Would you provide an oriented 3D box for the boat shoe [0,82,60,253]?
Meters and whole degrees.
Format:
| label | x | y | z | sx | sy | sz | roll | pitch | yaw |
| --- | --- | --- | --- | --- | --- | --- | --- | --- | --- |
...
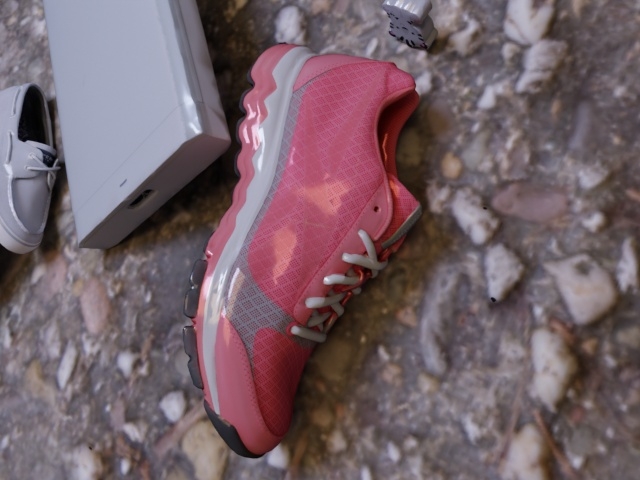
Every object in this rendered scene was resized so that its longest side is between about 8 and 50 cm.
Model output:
| label | x | y | z | sx | sy | sz | roll | pitch | yaw |
| --- | --- | --- | --- | --- | --- | --- | --- | --- | --- |
| boat shoe | -0.292 | -0.078 | 0.523 | 0.063 | 0.066 | 0.184 | -23 | 62 | 13 |

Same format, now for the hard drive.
| label | x | y | z | sx | sy | sz | roll | pitch | yaw |
| --- | --- | --- | --- | --- | --- | --- | --- | --- | --- |
| hard drive | -0.184 | -0.172 | 0.478 | 0.203 | 0.040 | 0.307 | -30 | 68 | 37 |

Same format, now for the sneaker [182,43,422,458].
| label | x | y | z | sx | sy | sz | roll | pitch | yaw |
| --- | --- | --- | --- | --- | --- | --- | --- | --- | --- |
| sneaker | 0.000 | -0.001 | 0.377 | 0.136 | 0.116 | 0.313 | 6 | 79 | 18 |

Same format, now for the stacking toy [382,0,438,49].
| label | x | y | z | sx | sy | sz | roll | pitch | yaw |
| --- | --- | --- | --- | --- | --- | --- | --- | --- | --- |
| stacking toy | 0.053 | -0.282 | 0.465 | 0.221 | 0.052 | 0.167 | 33 | 87 | 24 |
